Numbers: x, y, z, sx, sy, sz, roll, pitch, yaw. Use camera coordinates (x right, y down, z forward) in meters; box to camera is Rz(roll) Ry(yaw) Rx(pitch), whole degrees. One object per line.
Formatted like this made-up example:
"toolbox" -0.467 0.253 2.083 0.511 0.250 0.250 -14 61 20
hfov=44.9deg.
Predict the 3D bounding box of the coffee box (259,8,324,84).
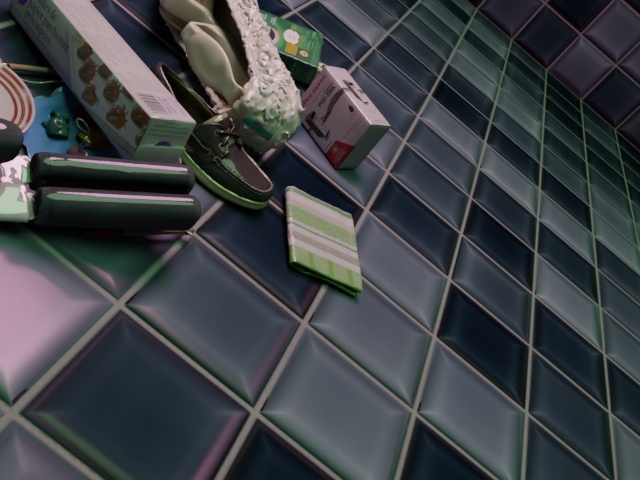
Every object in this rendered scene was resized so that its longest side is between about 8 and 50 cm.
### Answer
"coffee box" -0.088 -0.330 1.272 0.184 0.040 0.113 19 42 -11

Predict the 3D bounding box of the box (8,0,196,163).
"box" -0.257 -0.204 0.887 0.067 0.063 0.324 -1 41 -51

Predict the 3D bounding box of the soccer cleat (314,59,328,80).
"soccer cleat" 0.006 -0.284 1.357 0.179 0.060 0.072 38 28 -1

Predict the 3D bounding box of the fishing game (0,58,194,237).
"fishing game" -0.239 -0.110 0.862 0.189 0.041 0.264 -1 51 -47

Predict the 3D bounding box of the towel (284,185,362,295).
"towel" 0.000 0.000 1.021 0.113 0.023 0.152 24 36 -24

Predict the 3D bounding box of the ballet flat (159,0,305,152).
"ballet flat" -0.151 -0.301 1.099 0.147 0.147 0.409 5 46 -47

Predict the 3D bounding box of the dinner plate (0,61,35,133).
"dinner plate" -0.361 -0.147 0.781 0.141 0.017 0.141 24 38 -21

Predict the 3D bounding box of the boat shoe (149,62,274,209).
"boat shoe" -0.141 -0.131 0.967 0.223 0.073 0.080 41 30 0

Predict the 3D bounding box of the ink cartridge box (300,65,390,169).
"ink cartridge box" 0.031 -0.194 1.225 0.056 0.099 0.135 -5 53 -51

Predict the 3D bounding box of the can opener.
"can opener" -0.239 -0.059 0.720 0.283 0.095 0.076 2 61 -33
